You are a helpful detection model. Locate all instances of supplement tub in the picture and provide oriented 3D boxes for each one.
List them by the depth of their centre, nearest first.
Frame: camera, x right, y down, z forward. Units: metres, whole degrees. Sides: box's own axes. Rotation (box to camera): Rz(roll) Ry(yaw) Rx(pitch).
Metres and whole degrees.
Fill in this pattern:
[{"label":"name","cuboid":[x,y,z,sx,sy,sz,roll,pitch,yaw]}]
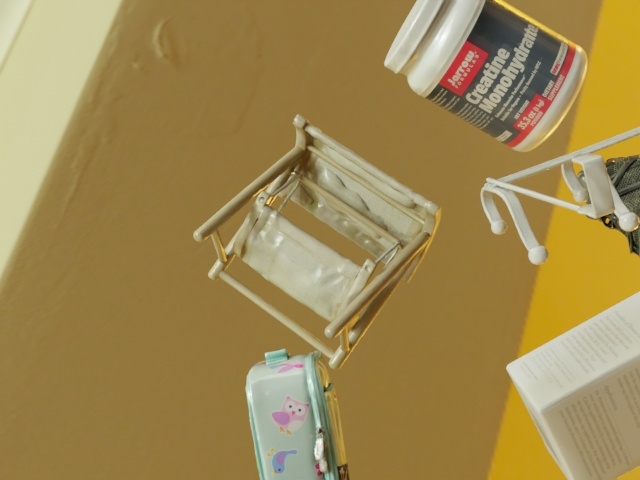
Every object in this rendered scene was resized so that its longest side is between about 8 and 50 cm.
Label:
[{"label":"supplement tub","cuboid":[0.258,-0.278,1.665,0.272,0.191,0.191,29,-114,-6]}]

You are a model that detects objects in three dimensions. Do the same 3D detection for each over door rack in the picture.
[{"label":"over door rack","cuboid":[0.327,-0.062,1.111,0.240,0.324,0.108,-21,-88,-9]}]

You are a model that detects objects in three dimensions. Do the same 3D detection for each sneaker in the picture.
[{"label":"sneaker","cuboid":[0.383,-0.024,1.320,0.087,0.130,0.227,72,-157,-44]}]

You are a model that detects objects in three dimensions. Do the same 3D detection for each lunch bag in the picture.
[{"label":"lunch bag","cuboid":[-0.025,0.245,1.339,0.108,0.279,0.224,-7,-94,-1]}]

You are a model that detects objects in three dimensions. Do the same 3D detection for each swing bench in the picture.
[{"label":"swing bench","cuboid":[0.000,0.000,1.545,0.253,0.165,0.254,35,-108,16]}]

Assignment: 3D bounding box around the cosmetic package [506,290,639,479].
[{"label":"cosmetic package","cuboid":[0.591,0.230,1.893,0.453,0.161,0.230,-28,-62,1]}]
